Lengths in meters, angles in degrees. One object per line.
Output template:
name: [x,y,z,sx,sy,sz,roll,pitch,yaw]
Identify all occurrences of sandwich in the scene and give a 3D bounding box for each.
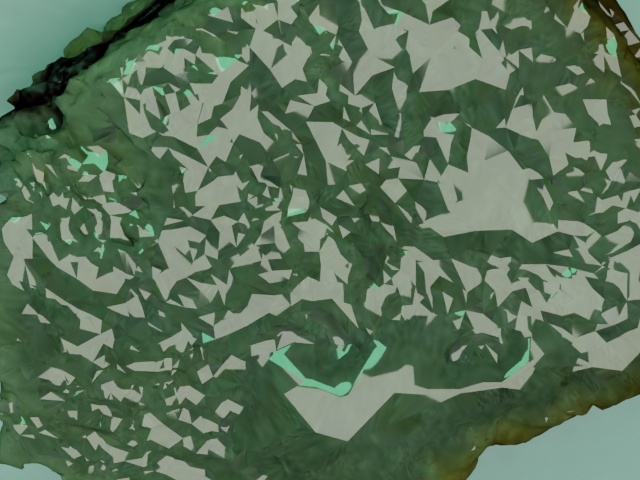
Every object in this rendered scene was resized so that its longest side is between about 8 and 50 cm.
sandwich: [0.000,0.000,0.760,0.325,0.131,0.262,-35,106,7]
